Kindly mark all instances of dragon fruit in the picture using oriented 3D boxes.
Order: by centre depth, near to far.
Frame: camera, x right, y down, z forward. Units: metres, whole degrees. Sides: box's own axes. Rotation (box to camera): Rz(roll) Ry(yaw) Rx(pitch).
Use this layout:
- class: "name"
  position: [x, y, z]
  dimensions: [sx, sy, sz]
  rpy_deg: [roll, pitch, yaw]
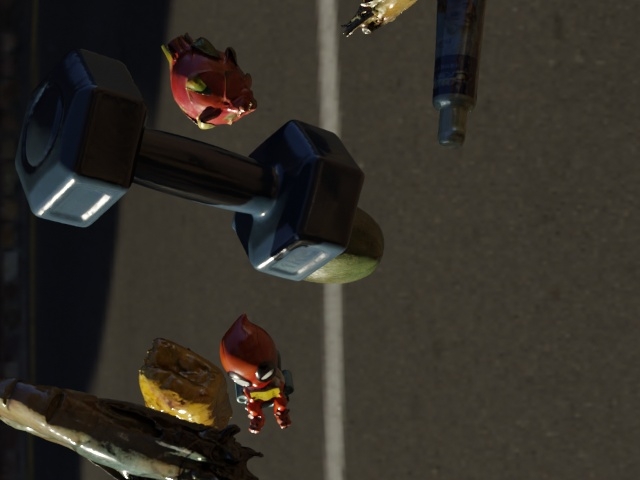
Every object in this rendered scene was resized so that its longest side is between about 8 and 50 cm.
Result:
- class: "dragon fruit"
  position: [-0.120, -0.170, 1.394]
  dimensions: [0.116, 0.081, 0.086]
  rpy_deg: [52, 176, 2]

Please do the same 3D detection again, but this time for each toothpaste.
- class: "toothpaste"
  position: [0.120, -0.182, 1.150]
  dimensions: [0.062, 0.037, 0.216]
  rpy_deg: [-8, 68, 41]

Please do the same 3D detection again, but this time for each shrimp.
- class: "shrimp"
  position: [-0.200, 0.206, 1.322]
  dimensions: [0.178, 0.289, 0.075]
  rpy_deg: [123, 160, -70]
- class: "shrimp"
  position: [0.074, -0.287, 1.439]
  dimensions: [0.180, 0.099, 0.041]
  rpy_deg: [-47, 31, 37]

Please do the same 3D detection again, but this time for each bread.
- class: "bread"
  position: [-0.170, 0.199, 1.668]
  dimensions: [0.083, 0.114, 0.211]
  rpy_deg: [-55, -14, -21]

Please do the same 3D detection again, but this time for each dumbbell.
- class: "dumbbell"
  position: [-0.120, -0.066, 1.265]
  dimensions: [0.144, 0.324, 0.160]
  rpy_deg: [-62, 35, 21]

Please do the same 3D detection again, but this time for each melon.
- class: "melon"
  position: [0.000, 0.000, 1.738]
  dimensions: [0.114, 0.167, 0.114]
  rpy_deg: [7, -90, -83]

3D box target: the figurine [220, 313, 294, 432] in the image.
- class: "figurine"
  position: [-0.071, 0.143, 1.489]
  dimensions: [0.075, 0.068, 0.140]
  rpy_deg: [-99, -3, -51]
